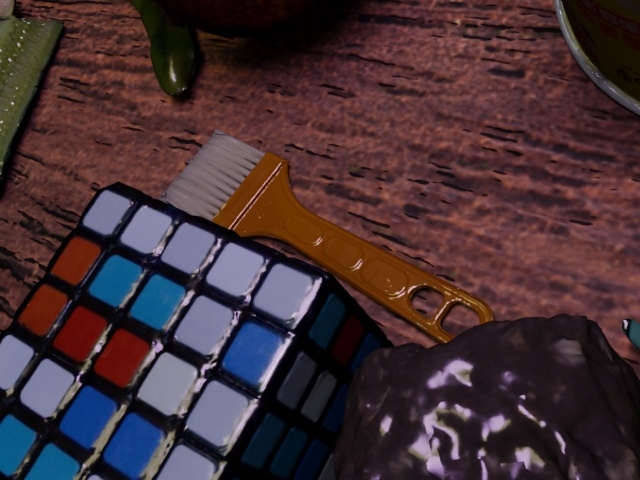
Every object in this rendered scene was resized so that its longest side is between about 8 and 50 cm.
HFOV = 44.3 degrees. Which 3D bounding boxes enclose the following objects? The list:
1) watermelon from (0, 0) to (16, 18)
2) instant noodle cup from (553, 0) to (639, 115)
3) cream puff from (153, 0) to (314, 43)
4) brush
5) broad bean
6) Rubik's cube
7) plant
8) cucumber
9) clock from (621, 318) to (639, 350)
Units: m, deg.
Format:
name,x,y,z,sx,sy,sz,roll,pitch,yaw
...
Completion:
name,x,y,z,sx,sy,sz,roll,pitch,yaw
watermelon,-0.405,-0.237,0.848,0.125,0.094,0.135,25,80,21
instant noodle cup,0.252,-0.226,0.458,0.311,0.221,0.311,-6,80,33
cream puff,-0.063,-0.340,0.620,0.229,0.350,0.350,-14,60,24
brush,0.000,0.000,0.614,0.314,0.017,0.090,31,78,30
broad bean,-0.169,-0.221,0.779,0.069,0.039,0.227,-35,56,-6
Rubik's cube,-0.077,0.100,0.493,0.187,0.184,0.182,22,74,30
plant,0.096,0.165,0.394,0.178,0.204,0.234,-14,56,23
cucumber,-0.328,-0.145,0.790,0.046,0.070,0.220,-20,51,46
clock,0.245,0.085,0.458,0.135,0.041,0.101,5,66,23
